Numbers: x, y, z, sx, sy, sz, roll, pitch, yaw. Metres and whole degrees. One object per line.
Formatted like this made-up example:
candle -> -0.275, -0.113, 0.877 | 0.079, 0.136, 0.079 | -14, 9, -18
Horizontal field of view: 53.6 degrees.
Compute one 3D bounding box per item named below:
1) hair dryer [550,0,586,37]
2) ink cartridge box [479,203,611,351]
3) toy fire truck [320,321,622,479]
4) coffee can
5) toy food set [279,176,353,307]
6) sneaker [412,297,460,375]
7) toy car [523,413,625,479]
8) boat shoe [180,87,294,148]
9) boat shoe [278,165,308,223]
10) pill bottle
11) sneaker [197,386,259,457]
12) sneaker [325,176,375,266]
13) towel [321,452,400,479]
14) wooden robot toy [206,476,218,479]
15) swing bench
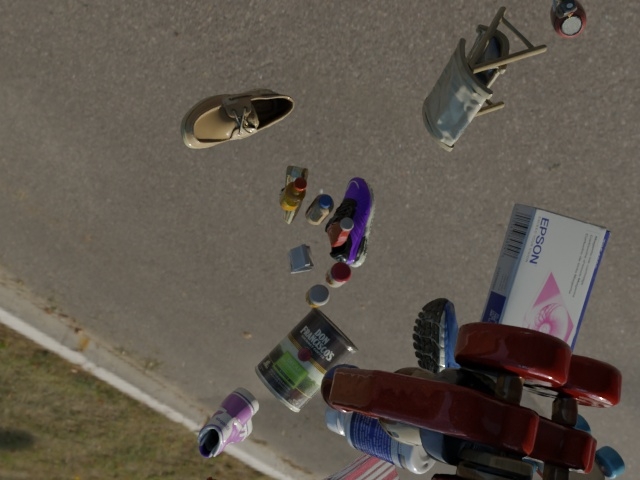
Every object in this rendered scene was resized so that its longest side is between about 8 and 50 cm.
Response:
hair dryer -> 0.591, -0.600, 1.513 | 0.080, 0.223, 0.293 | -4, 177, 17
ink cartridge box -> 0.505, 0.109, 1.368 | 0.330, 0.324, 0.071 | 11, -173, -30
toy fire truck -> 0.136, 0.181, 0.632 | 0.254, 0.169, 0.302 | -2, 159, 44
coffee can -> -0.044, 0.377, 2.022 | 0.275, 0.201, 0.201 | -46, 132, -2
toy food set -> 0.000, 0.000, 1.168 | 0.111, 0.232, 0.104 | -8, 167, -17
sneaker -> 0.307, 0.280, 1.425 | 0.147, 0.330, 0.130 | -16, -166, -15
toy car -> 0.609, 0.604, 1.615 | 0.219, 0.210, 0.238 | -25, 137, -16
boat shoe -> -0.213, -0.330, 1.664 | 0.110, 0.341, 0.121 | 14, 126, 40
boat shoe -> -0.059, -0.094, 1.277 | 0.045, 0.050, 0.135 | 22, 126, 7
pill bottle -> 0.104, 0.310, 1.073 | 0.187, 0.112, 0.112 | 9, 153, 39
sneaker -> -0.251, 0.478, 1.583 | 0.102, 0.161, 0.282 | 35, 146, 13
sneaker -> 0.086, -0.067, 2.027 | 0.146, 0.293, 0.102 | 10, 173, -41
towel -> 0.092, 0.491, 1.189 | 0.029, 0.144, 0.197 | 11, 125, 61
wooden robot toy -> -0.188, 0.486, 1.215 | 0.173, 0.079, 0.076 | -11, 161, -49
swing bench -> 0.388, -0.402, 1.602 | 0.165, 0.255, 0.253 | 47, 155, 9
